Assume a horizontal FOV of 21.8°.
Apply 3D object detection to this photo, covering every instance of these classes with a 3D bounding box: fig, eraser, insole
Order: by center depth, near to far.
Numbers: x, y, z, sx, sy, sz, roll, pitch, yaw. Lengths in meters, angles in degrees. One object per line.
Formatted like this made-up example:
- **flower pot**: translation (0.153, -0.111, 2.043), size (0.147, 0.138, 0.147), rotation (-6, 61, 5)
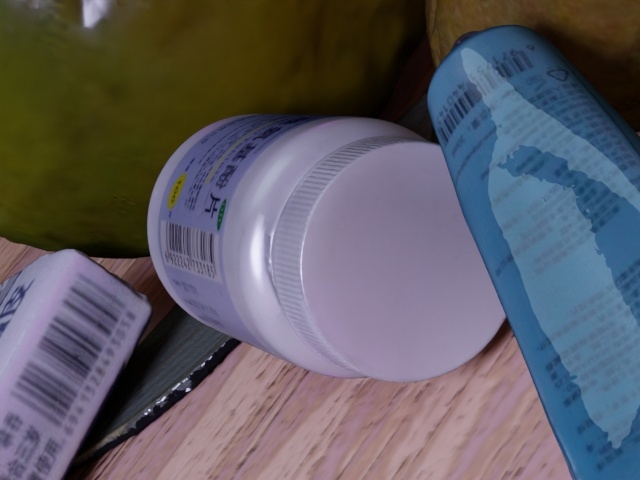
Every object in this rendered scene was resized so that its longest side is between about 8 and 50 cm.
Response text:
- **eraser**: translation (-0.175, 0.113, 0.846), size (0.124, 0.068, 0.210), rotation (-22, 34, 52)
- **insole**: translation (-0.015, 0.003, 0.850), size (0.348, 0.009, 0.119), rotation (-40, 18, 13)
- **fig**: translation (-0.114, -0.146, 0.901), size (0.343, 0.343, 0.343), rotation (-39, 20, 17)

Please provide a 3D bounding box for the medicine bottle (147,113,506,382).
- **medicine bottle**: translation (0.000, 0.000, 0.679), size (0.103, 0.103, 0.187), rotation (-48, 18, -10)

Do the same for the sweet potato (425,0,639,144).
- **sweet potato**: translation (0.143, -0.135, 0.595), size (0.370, 0.158, 0.158), rotation (-29, 24, 42)

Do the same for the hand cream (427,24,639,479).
- **hand cream**: translation (0.086, 0.001, 0.521), size (0.083, 0.048, 0.224), rotation (-39, 42, 16)
